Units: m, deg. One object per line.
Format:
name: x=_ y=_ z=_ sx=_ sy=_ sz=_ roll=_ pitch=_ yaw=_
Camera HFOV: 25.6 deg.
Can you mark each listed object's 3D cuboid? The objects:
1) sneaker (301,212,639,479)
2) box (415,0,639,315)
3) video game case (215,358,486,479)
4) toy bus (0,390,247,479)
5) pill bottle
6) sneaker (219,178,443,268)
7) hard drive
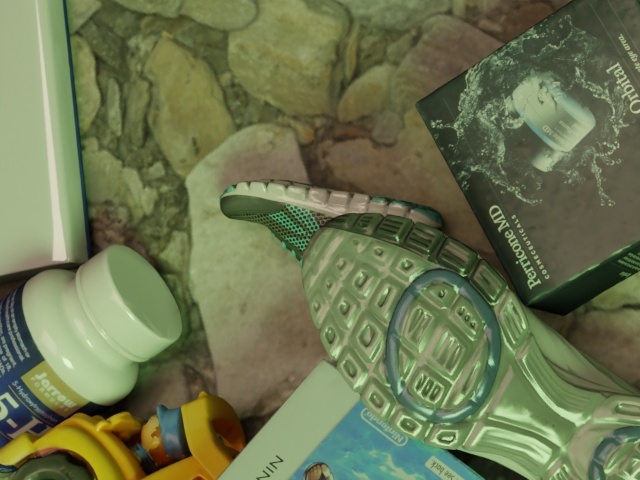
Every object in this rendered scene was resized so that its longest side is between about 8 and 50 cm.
sneaker: x=0.111 y=0.089 z=0.848 sx=0.297 sy=0.129 sz=0.111 roll=38 pitch=91 yaw=0
box: x=0.172 y=-0.058 z=0.898 sx=0.158 sy=0.093 sz=0.156 roll=-33 pitch=73 yaw=18
video game case: x=0.024 y=0.238 z=0.799 sx=0.269 sy=0.061 sz=0.244 roll=35 pitch=76 yaw=28
toy bus: x=-0.082 y=0.180 z=0.964 sx=0.211 sy=0.149 sz=0.220 roll=-42 pitch=67 yaw=0
pill bottle: x=-0.199 y=0.087 z=1.031 sx=0.187 sy=0.112 sz=0.112 roll=-35 pitch=72 yaw=17
sneaker: x=0.000 y=0.000 z=0.985 sx=0.166 sy=0.065 sz=0.076 roll=11 pitch=93 yaw=26
hard drive: x=-0.295 y=-0.119 z=1.135 sx=0.210 sy=0.040 sz=0.318 roll=-11 pitch=80 yaw=22
